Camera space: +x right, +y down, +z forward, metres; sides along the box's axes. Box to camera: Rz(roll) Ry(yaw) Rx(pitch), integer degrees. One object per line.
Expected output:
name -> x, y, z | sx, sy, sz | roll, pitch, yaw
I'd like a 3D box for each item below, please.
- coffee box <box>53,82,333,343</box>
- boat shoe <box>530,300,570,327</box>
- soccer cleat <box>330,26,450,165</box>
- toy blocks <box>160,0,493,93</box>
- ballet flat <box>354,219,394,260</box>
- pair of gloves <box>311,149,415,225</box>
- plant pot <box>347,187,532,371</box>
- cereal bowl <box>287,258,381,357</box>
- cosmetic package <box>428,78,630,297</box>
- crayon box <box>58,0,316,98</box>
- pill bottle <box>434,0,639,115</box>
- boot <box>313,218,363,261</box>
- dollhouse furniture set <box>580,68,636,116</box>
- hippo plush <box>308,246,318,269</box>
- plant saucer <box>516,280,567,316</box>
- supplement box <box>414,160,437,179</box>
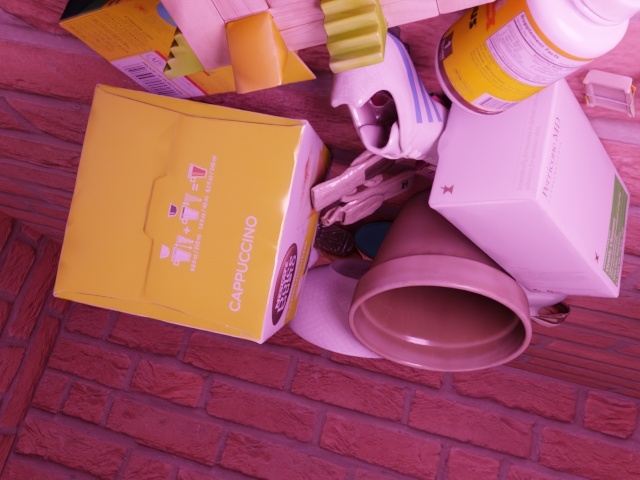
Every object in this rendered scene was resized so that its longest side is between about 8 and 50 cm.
coffee box -> -0.191, -0.042, 0.986 | 0.339, 0.337, 0.334 | 12, -179, 7
boat shoe -> 0.579, 0.169, 1.583 | 0.258, 0.095, 0.095 | 14, 151, -14
soccer cleat -> 0.117, -0.160, 0.807 | 0.116, 0.143, 0.331 | 2, 159, 40
toy blocks -> -0.024, -0.296, 0.456 | 0.382, 0.190, 0.260 | -6, 144, 21
ballet flat -> 0.256, 0.013, 1.358 | 0.343, 0.116, 0.124 | 2, 178, 29
pair of gloves -> 0.079, -0.103, 1.025 | 0.042, 0.204, 0.240 | 58, 179, 18
plant pot -> 0.233, 0.060, 1.100 | 0.324, 0.280, 0.323 | 8, 142, 6
cereal bowl -> 0.088, 0.133, 1.318 | 0.340, 0.141, 0.339 | 7, -164, -2
cosmetic package -> 0.327, -0.063, 0.842 | 0.155, 0.196, 0.366 | 1, 159, 41
crayon box -> -0.173, -0.288, 0.772 | 0.319, 0.081, 0.202 | 5, 161, 36
pill bottle -> 0.218, -0.216, 0.572 | 0.117, 0.117, 0.215 | 21, 163, -17
boot -> 0.000, 0.000, 1.545 | 0.236, 0.089, 0.269 | 31, 175, 11
dollhouse furniture set -> 0.399, -0.184, 0.677 | 0.152, 0.058, 0.076 | 28, -179, 35
hippo plush -> -0.153, -0.046, 1.323 | 0.295, 0.236, 0.234 | 0, -174, 3
plant saucer -> 0.416, 0.131, 1.376 | 0.401, 0.100, 0.400 | 2, 174, 0
supplement box -> 0.215, -0.131, 0.988 | 0.083, 0.043, 0.055 | 19, 164, -12
